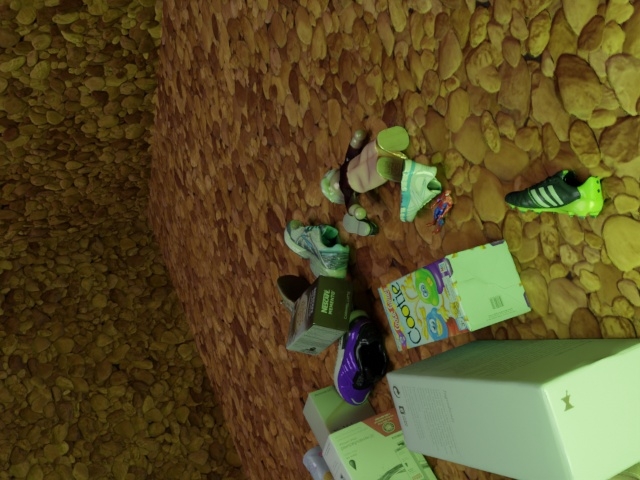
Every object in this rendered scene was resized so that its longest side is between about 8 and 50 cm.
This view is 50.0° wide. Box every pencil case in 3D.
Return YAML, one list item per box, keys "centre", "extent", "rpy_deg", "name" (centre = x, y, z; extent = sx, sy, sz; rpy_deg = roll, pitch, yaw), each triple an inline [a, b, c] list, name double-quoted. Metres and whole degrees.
- centre: [0.047, 0.776, 2.175]
  extent: [0.273, 0.114, 0.124]
  rpy_deg: [53, 156, 40]
  name: "pencil case"

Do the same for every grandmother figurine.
- centre: [0.093, -0.149, 1.601]
  extent: [0.342, 0.104, 0.207]
  rpy_deg: [162, 120, -68]
  name: "grandmother figurine"

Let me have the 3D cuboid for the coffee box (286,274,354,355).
- centre: [-0.004, 0.203, 1.833]
  extent: [0.246, 0.098, 0.141]
  rpy_deg: [128, 153, -59]
  name: "coffee box"

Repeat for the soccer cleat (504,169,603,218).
- centre: [0.371, -0.077, 1.098]
  extent: [0.179, 0.060, 0.072]
  rpy_deg: [11, 103, 56]
  name: "soccer cleat"

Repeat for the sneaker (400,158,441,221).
- centre: [0.207, -0.094, 1.418]
  extent: [0.190, 0.083, 0.071]
  rpy_deg: [80, -162, -62]
  name: "sneaker"

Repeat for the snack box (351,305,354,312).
- centre: [0.060, 0.206, 1.923]
  extent: [0.100, 0.037, 0.141]
  rpy_deg: [-19, 85, 64]
  name: "snack box"

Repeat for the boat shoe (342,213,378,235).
- centre: [0.098, -0.038, 1.709]
  extent: [0.125, 0.038, 0.046]
  rpy_deg: [22, 104, 59]
  name: "boat shoe"

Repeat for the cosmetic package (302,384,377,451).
- centre: [0.092, 0.554, 1.904]
  extent: [0.309, 0.160, 0.113]
  rpy_deg: [57, 149, 32]
  name: "cosmetic package"

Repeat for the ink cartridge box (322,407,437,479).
- centre: [0.162, 0.595, 1.718]
  extent: [0.283, 0.207, 0.117]
  rpy_deg: [58, 152, 33]
  name: "ink cartridge box"

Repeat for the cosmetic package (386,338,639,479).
- centre: [0.330, 0.273, 1.165]
  extent: [0.453, 0.230, 0.161]
  rpy_deg: [-21, 85, 66]
  name: "cosmetic package"

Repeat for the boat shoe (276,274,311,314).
- centre: [-0.051, 0.208, 2.078]
  extent: [0.285, 0.105, 0.089]
  rpy_deg: [49, 142, 43]
  name: "boat shoe"

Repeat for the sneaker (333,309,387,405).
- centre: [0.113, 0.341, 1.808]
  extent: [0.146, 0.102, 0.293]
  rpy_deg: [40, 138, 50]
  name: "sneaker"

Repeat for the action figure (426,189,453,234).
- centre: [0.245, -0.061, 1.401]
  extent: [0.115, 0.030, 0.038]
  rpy_deg: [107, 146, -45]
  name: "action figure"

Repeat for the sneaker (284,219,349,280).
- centre: [0.000, 0.000, 1.895]
  extent: [0.283, 0.110, 0.122]
  rpy_deg: [43, 123, 45]
  name: "sneaker"

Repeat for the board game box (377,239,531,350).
- centre: [0.250, 0.114, 1.344]
  extent: [0.275, 0.144, 0.142]
  rpy_deg: [-37, 69, 63]
  name: "board game box"

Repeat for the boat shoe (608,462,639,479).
- centre: [0.454, 0.437, 1.144]
  extent: [0.109, 0.098, 0.302]
  rpy_deg: [67, 154, 18]
  name: "boat shoe"
